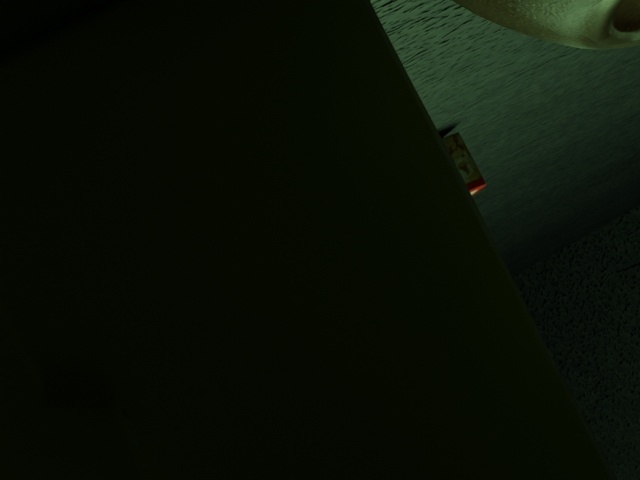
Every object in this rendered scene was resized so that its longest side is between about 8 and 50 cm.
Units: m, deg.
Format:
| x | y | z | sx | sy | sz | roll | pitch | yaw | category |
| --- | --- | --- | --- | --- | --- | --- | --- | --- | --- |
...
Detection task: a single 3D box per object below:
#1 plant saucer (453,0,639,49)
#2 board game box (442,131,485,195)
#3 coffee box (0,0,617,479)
| x | y | z | sx | sy | sz | roll | pitch | yaw | category |
| --- | --- | --- | --- | --- | --- | --- | --- | --- | --- |
| 0.180 | -0.142 | 0.557 | 0.310 | 0.050 | 0.310 | -28 | 172 | -4 | plant saucer |
| 0.000 | 0.000 | 1.210 | 0.193 | 0.045 | 0.147 | -24 | 172 | -24 | board game box |
| -0.108 | 0.135 | 0.623 | 0.338 | 0.338 | 0.334 | -25 | 172 | -17 | coffee box |
